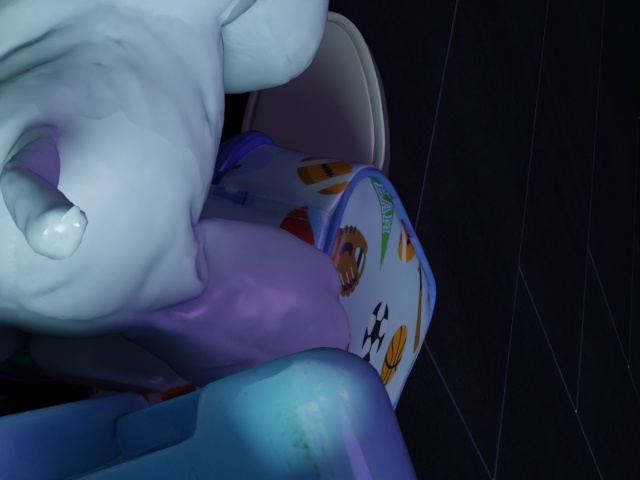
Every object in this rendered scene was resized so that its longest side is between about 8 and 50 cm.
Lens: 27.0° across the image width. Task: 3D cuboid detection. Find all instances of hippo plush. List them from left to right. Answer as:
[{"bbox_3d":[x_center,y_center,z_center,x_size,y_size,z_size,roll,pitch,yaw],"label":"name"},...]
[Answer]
[{"bbox_3d":[-0.110,-0.074,0.544,0.294,0.234,0.236,41,55,-65],"label":"hippo plush"}]

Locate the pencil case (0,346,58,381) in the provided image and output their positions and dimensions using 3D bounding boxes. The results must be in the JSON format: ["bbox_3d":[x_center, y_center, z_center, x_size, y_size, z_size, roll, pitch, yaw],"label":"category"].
[{"bbox_3d":[-0.139,-0.003,0.704,0.070,0.065,0.151,69,23,-61],"label":"pencil case"}]

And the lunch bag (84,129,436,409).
[{"bbox_3d":[-0.038,0.111,0.761,0.303,0.115,0.243,-65,157,-20],"label":"lunch bag"}]

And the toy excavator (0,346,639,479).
[{"bbox_3d":[-0.015,0.111,0.358,0.433,0.445,0.222,14,55,-79],"label":"toy excavator"}]

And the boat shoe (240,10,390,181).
[{"bbox_3d":[0.000,0.000,1.004,0.095,0.112,0.335,-37,125,-84],"label":"boat shoe"}]
